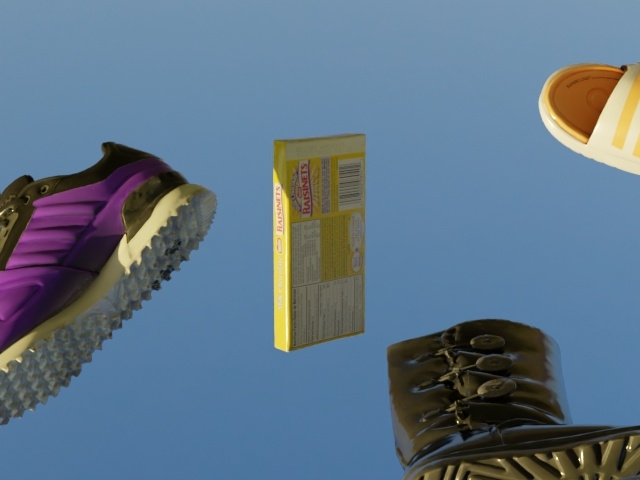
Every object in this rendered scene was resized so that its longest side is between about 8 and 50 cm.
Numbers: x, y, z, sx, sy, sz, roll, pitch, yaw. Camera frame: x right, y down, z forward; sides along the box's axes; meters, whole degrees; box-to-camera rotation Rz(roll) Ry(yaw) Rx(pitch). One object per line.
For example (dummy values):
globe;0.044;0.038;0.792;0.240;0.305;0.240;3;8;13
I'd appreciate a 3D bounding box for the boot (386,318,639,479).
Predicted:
boot;0.254;0.200;1.329;0.367;0.146;0.445;2;-171;2

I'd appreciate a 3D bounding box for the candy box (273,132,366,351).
candy box;0.000;0.000;1.241;0.105;0.205;0.027;-8;-166;-39

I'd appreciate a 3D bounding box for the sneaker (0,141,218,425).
sneaker;-0.235;0.026;1.063;0.146;0.102;0.293;38;-113;18

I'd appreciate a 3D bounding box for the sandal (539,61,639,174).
sandal;0.321;-0.099;1.075;0.265;0.076;0.102;21;-119;2

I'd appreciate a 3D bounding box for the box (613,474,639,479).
box;0.228;0.384;0.960;0.191;0.381;0.143;-11;-165;0
